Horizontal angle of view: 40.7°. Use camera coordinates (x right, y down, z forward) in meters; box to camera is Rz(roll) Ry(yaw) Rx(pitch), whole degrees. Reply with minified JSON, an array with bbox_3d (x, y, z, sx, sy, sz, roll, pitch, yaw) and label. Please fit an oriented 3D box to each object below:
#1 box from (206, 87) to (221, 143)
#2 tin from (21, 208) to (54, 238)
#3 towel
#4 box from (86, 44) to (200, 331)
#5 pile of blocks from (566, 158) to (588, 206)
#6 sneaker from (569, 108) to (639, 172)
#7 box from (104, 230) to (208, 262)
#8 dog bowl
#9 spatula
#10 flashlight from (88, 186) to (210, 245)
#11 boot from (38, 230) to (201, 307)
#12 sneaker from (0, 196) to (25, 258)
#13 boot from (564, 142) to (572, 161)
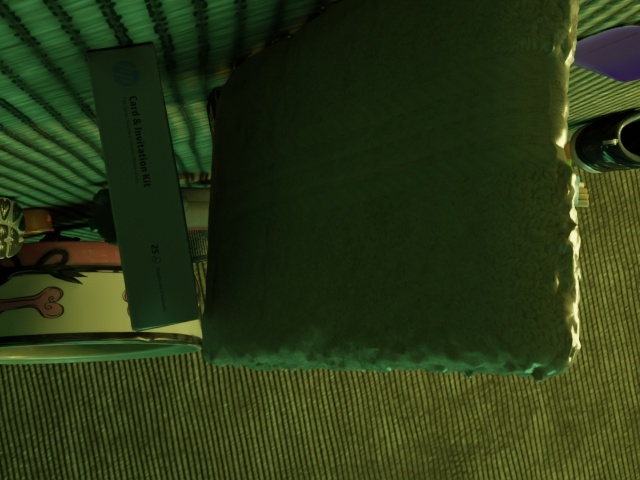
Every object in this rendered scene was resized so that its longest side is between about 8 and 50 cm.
[{"bbox_3d":[0.041,-0.034,0.626,0.220,0.175,0.051,-11,179,-14],"label":"box"},{"bbox_3d":[-0.454,-0.011,1.146,0.190,0.040,0.106,-11,-176,-12],"label":"tin"},{"bbox_3d":[0.018,-0.025,0.433,0.049,0.187,0.282,6,172,-32],"label":"towel"},{"bbox_3d":[-0.103,-0.024,0.525,0.038,0.145,0.186,-9,179,-10],"label":"box"},{"bbox_3d":[0.360,-0.114,1.386,0.149,0.112,0.362,4,-179,12],"label":"pile of blocks"},{"bbox_3d":[0.545,-0.159,1.360,0.269,0.101,0.153,-8,-178,-6],"label":"sneaker"},{"bbox_3d":[-0.264,-0.007,1.566,0.153,0.108,0.207,-10,180,39],"label":"box"},{"bbox_3d":[-0.384,0.102,1.324,0.408,0.150,0.408,-3,169,0],"label":"dog bowl"},{"bbox_3d":[0.322,-0.159,0.723,0.296,0.030,0.084,-10,177,-34],"label":"spatula"},{"bbox_3d":[-0.175,-0.033,1.120,0.103,0.103,0.304,25,-167,24],"label":"flashlight"},{"bbox_3d":[-0.418,0.046,1.697,0.284,0.138,0.377,14,-159,-32],"label":"boot"},{"bbox_3d":[-0.396,-0.019,0.937,0.071,0.068,0.170,7,180,31],"label":"sneaker"},{"bbox_3d":[0.544,-0.189,1.823,0.118,0.042,0.087,-10,-178,27],"label":"boot"}]
